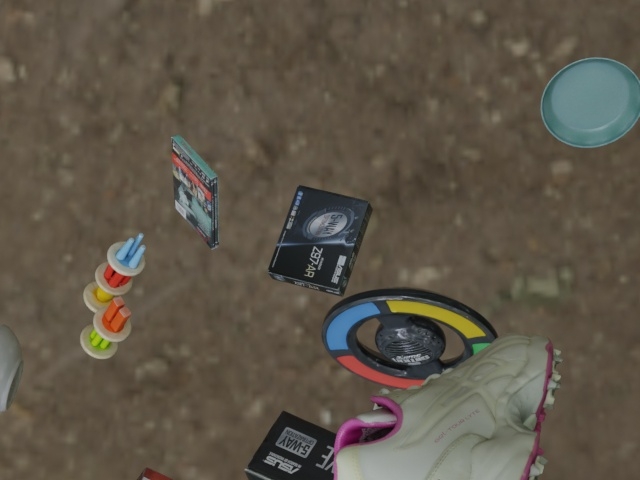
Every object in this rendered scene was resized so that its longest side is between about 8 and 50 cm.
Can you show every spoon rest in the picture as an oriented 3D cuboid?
[{"bbox_3d":[-0.465,0.239,2.259,0.084,0.276,0.137,16,156,0],"label":"spoon rest"}]

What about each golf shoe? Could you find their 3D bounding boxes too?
[{"bbox_3d":[0.090,0.127,1.186,0.140,0.306,0.115,16,108,8],"label":"golf shoe"}]

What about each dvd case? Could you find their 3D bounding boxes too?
[{"bbox_3d":[-0.149,-0.057,2.028,0.013,0.087,0.119,-25,141,-26],"label":"dvd case"}]

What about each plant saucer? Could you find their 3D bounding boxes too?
[{"bbox_3d":[0.313,-0.164,1.972,0.119,0.021,0.119,-1,124,-1],"label":"plant saucer"}]

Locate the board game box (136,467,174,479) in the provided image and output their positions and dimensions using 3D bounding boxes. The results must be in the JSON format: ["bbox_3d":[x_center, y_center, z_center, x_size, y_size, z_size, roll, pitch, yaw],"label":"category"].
[{"bbox_3d":[-0.191,0.295,1.264,0.027,0.145,0.281,28,134,-9],"label":"board game box"}]

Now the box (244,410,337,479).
[{"bbox_3d":[0.072,0.313,1.683,0.242,0.076,0.307,22,152,23],"label":"box"}]

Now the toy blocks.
[{"bbox_3d":[-0.263,0.068,2.211,0.054,0.123,0.148,14,142,-21],"label":"toy blocks"}]

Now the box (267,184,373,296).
[{"bbox_3d":[0.000,0.000,1.440,0.067,0.083,0.018,14,163,19],"label":"box"}]

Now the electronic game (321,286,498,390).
[{"bbox_3d":[0.114,0.129,2.165,0.229,0.048,0.229,7,146,4],"label":"electronic game"}]
